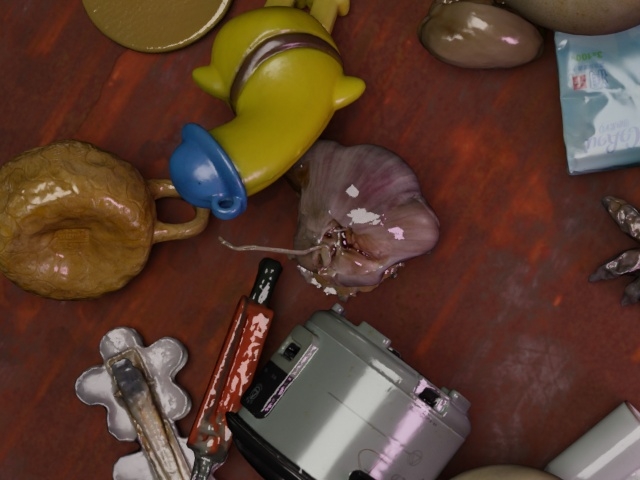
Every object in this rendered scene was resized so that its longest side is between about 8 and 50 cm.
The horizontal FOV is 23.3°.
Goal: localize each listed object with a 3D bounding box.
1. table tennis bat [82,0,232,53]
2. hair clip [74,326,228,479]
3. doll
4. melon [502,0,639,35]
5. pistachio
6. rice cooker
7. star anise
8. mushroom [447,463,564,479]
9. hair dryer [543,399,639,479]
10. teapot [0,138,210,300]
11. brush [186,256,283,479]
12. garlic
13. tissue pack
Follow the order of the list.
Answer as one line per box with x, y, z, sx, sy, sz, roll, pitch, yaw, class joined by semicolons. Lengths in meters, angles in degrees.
-0.149;-0.346;1.906;0.321;0.050;0.198;-16;85;13;table tennis bat
-0.199;0.224;1.878;0.146;0.075;0.257;-25;90;-7;hair clip
-0.056;-0.165;1.769;0.199;0.145;0.363;9;53;13;doll
0.297;-0.364;1.692;0.268;0.330;0.268;10;116;20;melon
0.189;-0.245;1.811;0.149;0.113;0.113;15;90;4;pistachio
0.026;0.216;1.742;0.241;0.280;0.227;39;87;-28;rice cooker
0.402;0.007;1.773;0.195;0.065;0.182;35;94;13;star anise
0.209;0.371;1.709;0.246;0.202;0.246;7;112;17;mushroom
0.377;0.312;1.772;0.131;0.073;0.236;-41;90;8;hair dryer
-0.289;-0.042;1.869;0.311;0.203;0.167;-4;43;-10;teapot
-0.112;0.172;1.843;0.051;0.070;0.323;19;82;-11;brush
0.000;0.000;1.799;0.257;0.207;0.207;-28;81;-22;garlic
0.403;-0.176;1.771;0.263;0.089;0.177;-6;88;11;tissue pack
